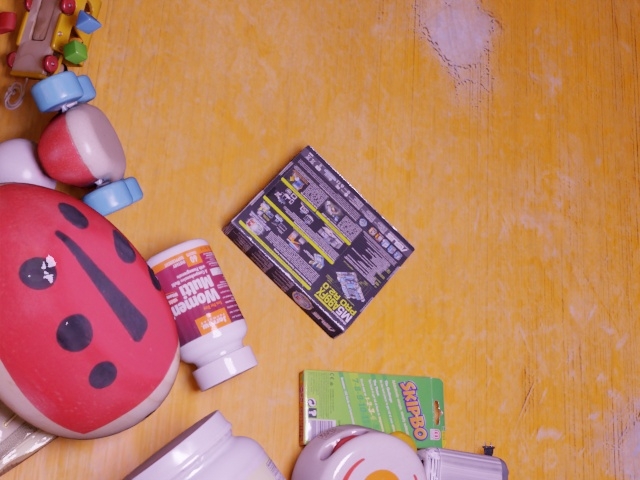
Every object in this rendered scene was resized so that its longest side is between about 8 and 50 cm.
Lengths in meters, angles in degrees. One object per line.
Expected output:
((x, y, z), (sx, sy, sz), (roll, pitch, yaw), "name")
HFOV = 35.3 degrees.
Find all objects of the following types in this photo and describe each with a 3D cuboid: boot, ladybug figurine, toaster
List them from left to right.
((-0.515, 0.253, 1.424), (0.262, 0.095, 0.203), (-32, 90, -31), "boot")
((-0.339, 0.098, 1.404), (0.449, 0.162, 0.305), (56, 41, -39), "ladybug figurine")
((0.217, 0.430, 1.652), (0.147, 0.129, 0.226), (15, 69, -15), "toaster")

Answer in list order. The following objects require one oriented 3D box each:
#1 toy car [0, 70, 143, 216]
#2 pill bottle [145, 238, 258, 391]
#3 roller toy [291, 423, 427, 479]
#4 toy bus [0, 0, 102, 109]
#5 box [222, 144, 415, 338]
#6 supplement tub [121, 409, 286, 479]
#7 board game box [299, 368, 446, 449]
((-0.434, -0.115, 1.561), (0.238, 0.210, 0.219), (-23, 97, 1), "toy car")
((-0.190, 0.118, 1.590), (0.121, 0.121, 0.221), (-23, 83, -27), "pill bottle")
((0.058, 0.387, 1.583), (0.191, 0.146, 0.209), (24, 79, -23), "roller toy")
((-0.430, -0.320, 1.642), (0.104, 0.202, 0.190), (24, 34, -57), "toy bus")
((0.000, 0.000, 1.742), (0.270, 0.060, 0.216), (44, 63, -3), "box")
((-0.130, 0.433, 1.447), (0.235, 0.235, 0.324), (-36, 89, -28), "supplement tub")
((0.090, 0.288, 1.698), (0.260, 0.039, 0.124), (6, 72, -18), "board game box")
